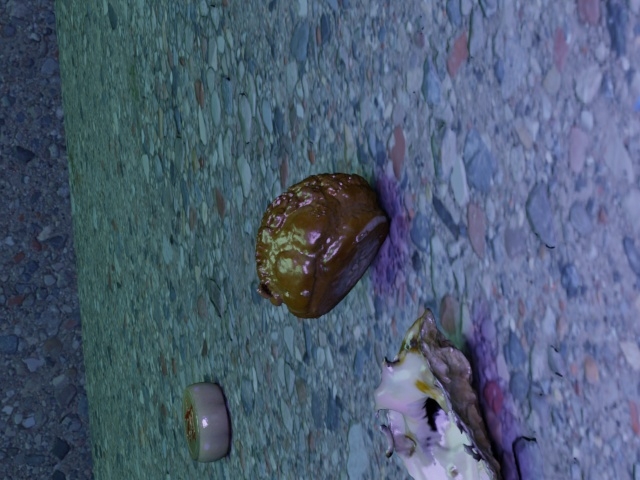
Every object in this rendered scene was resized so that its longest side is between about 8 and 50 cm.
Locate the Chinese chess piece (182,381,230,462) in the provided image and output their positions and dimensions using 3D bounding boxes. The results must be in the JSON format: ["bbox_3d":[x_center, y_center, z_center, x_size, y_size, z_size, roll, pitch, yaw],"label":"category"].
[{"bbox_3d":[-0.175,0.275,1.792,0.122,0.051,0.122,173,90,-71],"label":"Chinese chess piece"}]

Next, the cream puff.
[{"bbox_3d":[-0.004,-0.002,1.107,0.103,0.126,0.144,40,110,16],"label":"cream puff"}]

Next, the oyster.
[{"bbox_3d":[0.108,0.168,0.962,0.209,0.072,0.133,59,149,9],"label":"oyster"}]
